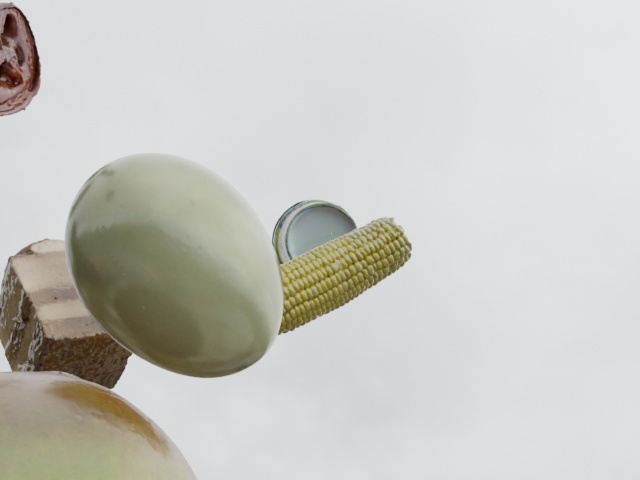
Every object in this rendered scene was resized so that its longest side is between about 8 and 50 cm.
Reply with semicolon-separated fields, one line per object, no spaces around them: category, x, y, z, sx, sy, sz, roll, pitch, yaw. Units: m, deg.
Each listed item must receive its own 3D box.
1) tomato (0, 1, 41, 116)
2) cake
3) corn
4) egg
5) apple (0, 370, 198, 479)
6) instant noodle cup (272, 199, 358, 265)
tomato;-0.642;-0.351;1.555;0.101;0.228;0.228;13;-29;12
cake;-0.494;0.140;1.498;0.196;0.293;0.199;-7;-42;-41
corn;0.013;0.052;1.138;0.244;0.093;0.093;-26;-28;-13
egg;-0.139;0.025;0.779;0.242;0.186;0.186;52;-37;4
apple;-0.227;0.252;0.571;0.338;0.339;0.305;24;-27;-27
instant noodle cup;0.000;0.000;1.754;0.204;0.205;0.153;10;-5;-6
